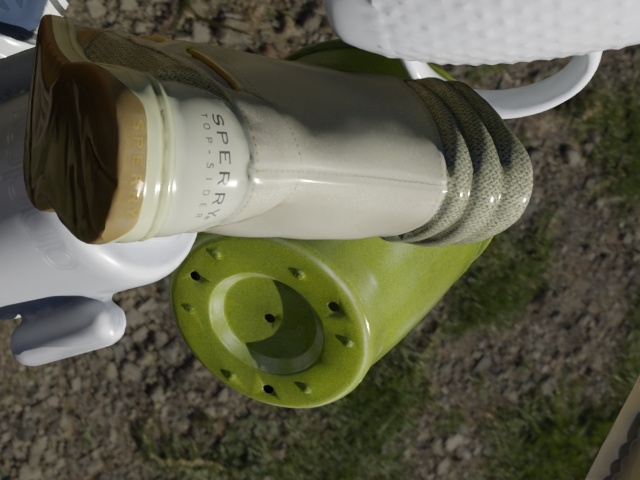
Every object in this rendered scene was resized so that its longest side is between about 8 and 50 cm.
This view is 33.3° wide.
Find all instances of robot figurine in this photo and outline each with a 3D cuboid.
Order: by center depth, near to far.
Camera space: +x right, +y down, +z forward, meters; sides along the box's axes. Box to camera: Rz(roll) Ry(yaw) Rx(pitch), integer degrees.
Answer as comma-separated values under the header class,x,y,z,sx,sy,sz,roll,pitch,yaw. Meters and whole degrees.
class,x,y,z,sx,sy,sz,roll,pitch,yaw
robot figurine,-0.254,-0.039,1.002,0.199,0.353,0.300,9,70,-55

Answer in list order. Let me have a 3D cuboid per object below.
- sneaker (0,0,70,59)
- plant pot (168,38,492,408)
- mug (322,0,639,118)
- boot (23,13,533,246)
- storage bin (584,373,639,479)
class,x,y,z,sx,sy,sz,roll,pitch,yaw
sneaker,-0.546,-0.442,1.561,0.447,0.169,0.257,18,113,-49
plant pot,0.000,0.000,1.266,0.353,0.366,0.367,-55,140,-50
mug,0.173,-0.273,1.070,0.327,0.276,0.374,-8,136,11
boot,-0.031,-0.044,0.438,0.165,0.213,0.077,1,104,-23
storage bin,0.299,0.126,0.632,0.262,0.123,0.260,-16,138,-26
